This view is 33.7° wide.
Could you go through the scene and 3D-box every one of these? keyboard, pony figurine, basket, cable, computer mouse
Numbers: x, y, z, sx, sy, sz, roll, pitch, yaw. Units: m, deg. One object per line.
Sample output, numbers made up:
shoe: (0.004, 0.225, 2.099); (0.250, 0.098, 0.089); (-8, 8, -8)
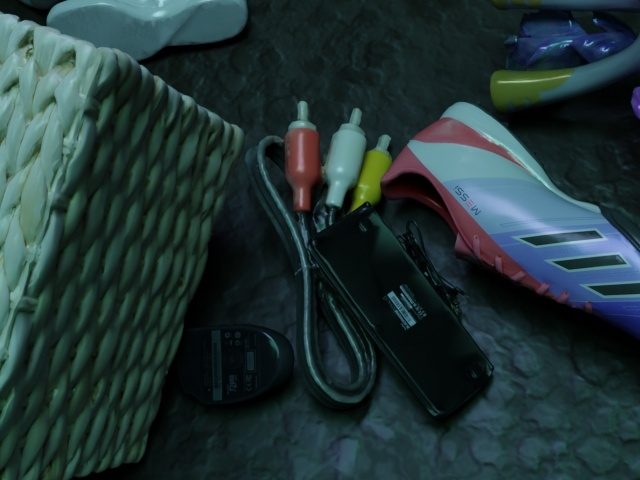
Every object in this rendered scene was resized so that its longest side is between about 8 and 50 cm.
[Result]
keyboard: (0.075, 0.058, 0.918); (0.100, 0.038, 0.192); (-32, 80, -23)
pony figurine: (0.311, -0.194, 0.891); (0.363, 0.351, 0.303); (0, 55, 31)
basket: (-0.255, -0.007, 0.801); (0.266, 0.328, 0.331); (18, 89, 14)
cable: (0.000, 0.000, 0.939); (0.139, 0.072, 0.287); (17, 53, -23)
computer mouse: (-0.138, 0.110, 0.943); (0.242, 0.041, 0.071); (-2, 82, 14)

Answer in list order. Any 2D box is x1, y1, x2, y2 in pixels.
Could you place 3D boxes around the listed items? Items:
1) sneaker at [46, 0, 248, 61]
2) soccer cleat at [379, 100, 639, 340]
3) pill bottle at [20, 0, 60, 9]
sneaker: (-0.184, -0.250, 1.135); (0.212, 0.080, 0.094); (-6, 48, -1)
soccer cleat: (0.185, 0.005, 0.904); (0.116, 0.109, 0.318); (-38, 58, -11)
pill bottle: (-0.261, -0.405, 1.176); (0.160, 0.160, 0.283); (34, 71, 25)
